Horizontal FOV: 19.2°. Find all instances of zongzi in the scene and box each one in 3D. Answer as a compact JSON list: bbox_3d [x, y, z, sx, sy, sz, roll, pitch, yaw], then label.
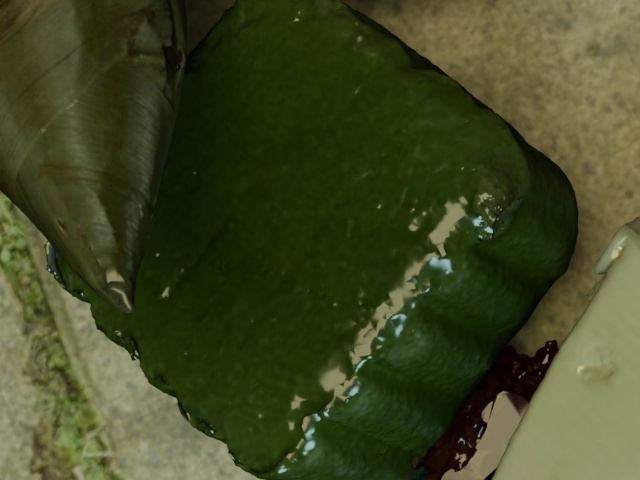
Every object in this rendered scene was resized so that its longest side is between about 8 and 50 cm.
[{"bbox_3d":[-0.169,-0.065,1.113,0.160,0.323,0.360,1,63,-22],"label":"zongzi"}]

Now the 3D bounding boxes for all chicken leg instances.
[{"bbox_3d":[0.093,0.158,1.146,0.089,0.048,0.219,29,94,23],"label":"chicken leg"}]

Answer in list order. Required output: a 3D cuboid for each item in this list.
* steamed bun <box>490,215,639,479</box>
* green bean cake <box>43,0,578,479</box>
[{"bbox_3d":[0.198,0.128,1.056,0.200,0.170,0.225,48,113,30],"label":"steamed bun"},{"bbox_3d":[0.000,0.000,1.132,0.247,0.156,0.250,41,96,30],"label":"green bean cake"}]
